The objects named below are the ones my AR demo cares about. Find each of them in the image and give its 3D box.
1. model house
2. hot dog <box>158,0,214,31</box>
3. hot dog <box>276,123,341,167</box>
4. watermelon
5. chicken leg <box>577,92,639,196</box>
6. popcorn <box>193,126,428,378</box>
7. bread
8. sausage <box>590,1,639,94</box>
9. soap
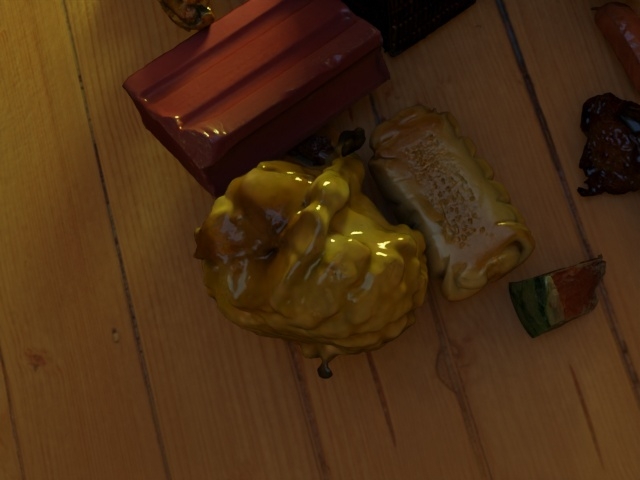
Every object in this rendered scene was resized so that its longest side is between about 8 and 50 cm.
[{"bbox_3d":[0.154,-0.490,1.527,0.317,0.297,0.282,-37,112,4],"label":"model house"},{"bbox_3d":[-0.238,-0.424,1.556,0.072,0.115,0.269,-20,35,-15],"label":"hot dog"},{"bbox_3d":[-0.061,-0.180,1.563,0.249,0.076,0.102,28,81,17],"label":"hot dog"},{"bbox_3d":[0.361,0.089,1.439,0.158,0.121,0.098,-20,89,-38],"label":"watermelon"},{"bbox_3d":[0.503,-0.092,1.435,0.177,0.083,0.322,-42,72,10],"label":"chicken leg"},{"bbox_3d":[0.000,0.000,1.382,0.349,0.349,0.382,13,76,14],"label":"popcorn"},{"bbox_3d":[0.196,-0.067,1.462,0.172,0.121,0.311,-29,74,1],"label":"bread"},{"bbox_3d":[0.494,-0.315,1.488,0.065,0.065,0.169,-26,74,5],"label":"sausage"},{"bbox_3d":[-0.101,-0.256,1.492,0.359,0.128,0.233,-36,57,-14],"label":"soap"}]
